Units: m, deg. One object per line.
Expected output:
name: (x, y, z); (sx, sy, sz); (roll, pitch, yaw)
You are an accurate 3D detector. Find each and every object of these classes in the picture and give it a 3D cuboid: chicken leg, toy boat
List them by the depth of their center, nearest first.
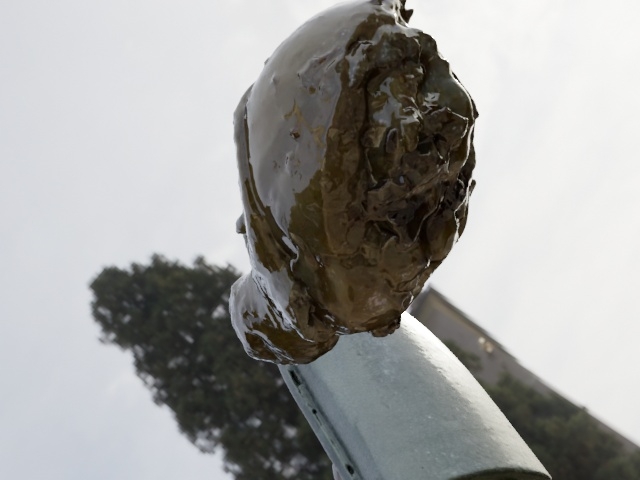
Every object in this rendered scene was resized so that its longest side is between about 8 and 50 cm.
chicken leg: (-0.002, 0.002, 0.391); (0.069, 0.085, 0.198); (-27, -15, -22)
toy boat: (0.047, 0.119, 0.930); (0.141, 0.319, 0.092); (-2, -53, -30)

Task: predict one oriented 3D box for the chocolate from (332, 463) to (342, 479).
chocolate: (0.101, 0.277, 0.990); (0.112, 0.321, 0.112); (7, -48, -23)
